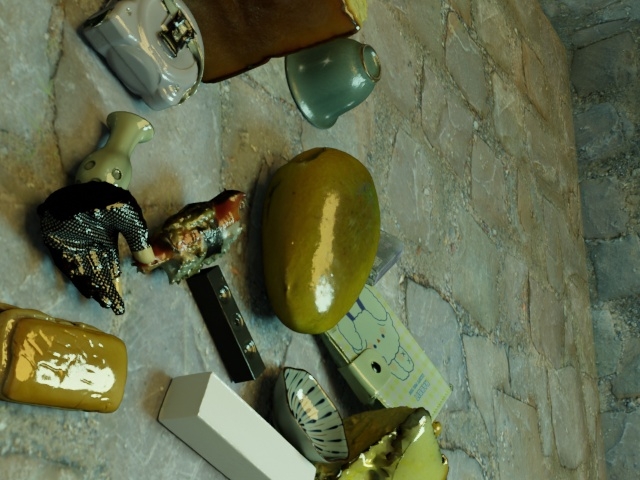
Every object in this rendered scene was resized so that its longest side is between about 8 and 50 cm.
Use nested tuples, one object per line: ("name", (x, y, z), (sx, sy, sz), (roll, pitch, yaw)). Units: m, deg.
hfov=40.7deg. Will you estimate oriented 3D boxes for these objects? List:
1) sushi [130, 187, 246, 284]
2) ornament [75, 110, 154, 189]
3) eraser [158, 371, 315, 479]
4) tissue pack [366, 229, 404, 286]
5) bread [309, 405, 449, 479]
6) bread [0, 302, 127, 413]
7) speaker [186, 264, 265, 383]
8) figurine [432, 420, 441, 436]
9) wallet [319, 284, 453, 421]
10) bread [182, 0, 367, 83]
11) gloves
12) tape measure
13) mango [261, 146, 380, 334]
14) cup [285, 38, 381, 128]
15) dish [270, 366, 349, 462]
("sushi", (-0.197, 0.000, 1.311), (0.226, 0.097, 0.103), (-33, 101, -43))
("ornament", (-0.294, -0.110, 1.221), (0.075, 0.081, 0.156), (19, 48, -8))
("eraser", (-0.119, 0.315, 1.325), (0.298, 0.078, 0.076), (51, 39, -36))
("tissue pack", (0.095, 0.025, 1.762), (0.156, 0.112, 0.051), (-40, 152, -55))
("bread", (0.096, 0.424, 1.561), (0.262, 0.162, 0.204), (-27, 107, -16))
("bread", (-0.327, 0.148, 1.065), (0.200, 0.077, 0.116), (26, 65, -52))
("speaker", (-0.151, 0.135, 1.379), (0.040, 0.046, 0.191), (-44, 115, -57))
("figurine", (0.197, 0.392, 1.772), (0.176, 0.122, 0.121), (-9, 84, -58))
("wallet", (0.120, 0.229, 1.698), (0.309, 0.077, 0.223), (53, 41, -1))
("bread", (-0.120, -0.449, 1.396), (0.333, 0.324, 0.143), (63, 34, -19))
("gloves", (-0.299, 0.016, 1.156), (0.129, 0.106, 0.180), (-45, 148, -45))
("tape measure", (-0.255, -0.313, 1.331), (0.196, 0.105, 0.178), (48, 40, -37))
("mango", (0.000, 0.000, 1.546), (0.253, 0.182, 0.365), (47, 40, -41))
("cup", (0.043, -0.346, 1.790), (0.199, 0.150, 0.199), (29, 55, -51))
("dish", (-0.031, 0.307, 1.461), (0.190, 0.066, 0.190), (50, 17, -21))
